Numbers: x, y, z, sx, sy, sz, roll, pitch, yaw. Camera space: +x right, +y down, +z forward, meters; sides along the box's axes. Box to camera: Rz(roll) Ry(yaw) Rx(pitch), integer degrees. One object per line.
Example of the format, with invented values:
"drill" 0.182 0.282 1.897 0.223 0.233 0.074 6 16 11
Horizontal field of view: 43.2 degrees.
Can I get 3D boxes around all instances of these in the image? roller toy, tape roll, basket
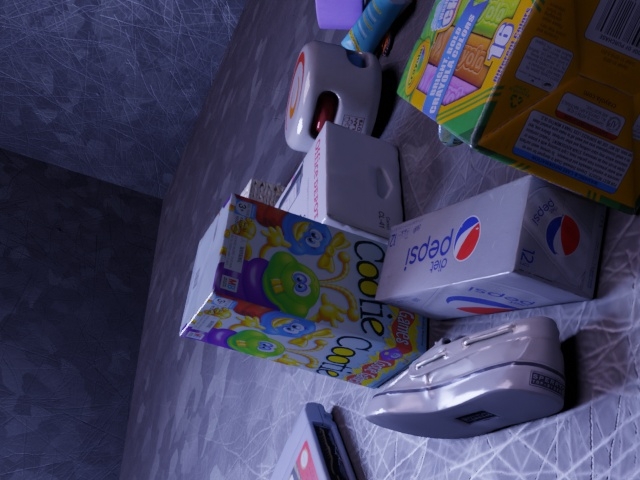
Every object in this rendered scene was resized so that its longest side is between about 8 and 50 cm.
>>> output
"roller toy" 0.026 -0.239 1.409 0.191 0.146 0.209 134 144 -71
"tape roll" 0.047 -0.543 1.541 0.275 0.090 0.274 4 -90 -84
"basket" -0.139 -0.043 1.774 0.167 0.103 0.113 128 154 -49

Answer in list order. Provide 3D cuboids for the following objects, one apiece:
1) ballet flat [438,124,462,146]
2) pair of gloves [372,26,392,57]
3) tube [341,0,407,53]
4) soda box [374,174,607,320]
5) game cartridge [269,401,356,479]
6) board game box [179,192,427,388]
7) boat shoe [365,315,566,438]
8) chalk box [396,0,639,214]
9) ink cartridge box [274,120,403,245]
"ballet flat" 0.204 -0.189 0.981 0.070 0.070 0.188 -106 35 -60
"pair of gloves" 0.114 -0.360 1.483 0.083 0.010 0.074 148 135 -67
"tube" 0.092 -0.387 1.470 0.207 0.052 0.080 -48 55 59
"soda box" 0.163 0.020 0.846 0.286 0.091 0.098 -24 49 66
"game cartridge" -0.015 0.379 1.099 0.294 0.060 0.196 -119 45 -66
"board game box" -0.016 0.071 1.027 0.142 0.275 0.144 133 150 -52
"boat shoe" 0.137 0.138 0.811 0.267 0.096 0.088 -40 33 57
"chalk box" 0.202 -0.174 0.781 0.289 0.180 0.179 -117 48 -67
"ink cartridge box" 0.000 0.000 1.286 0.226 0.131 0.306 -90 24 -44
